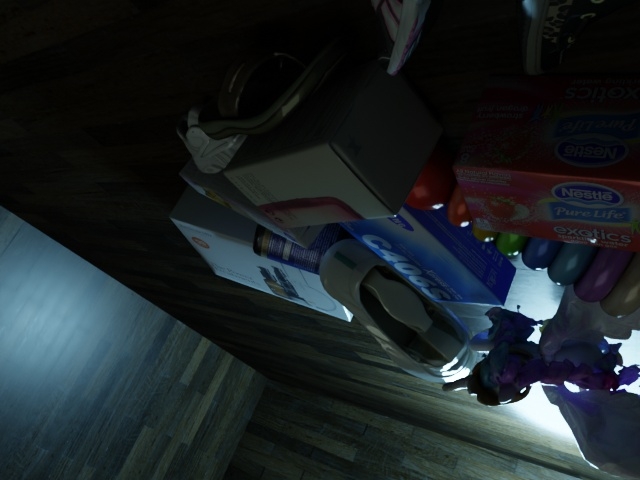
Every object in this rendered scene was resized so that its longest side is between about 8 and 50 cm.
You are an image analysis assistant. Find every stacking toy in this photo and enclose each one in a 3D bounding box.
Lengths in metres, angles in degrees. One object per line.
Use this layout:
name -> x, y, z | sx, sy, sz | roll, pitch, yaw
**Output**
stacking toy -> 0.245, -0.037, 0.739 | 0.330, 0.141, 0.141 | 26, 160, 15

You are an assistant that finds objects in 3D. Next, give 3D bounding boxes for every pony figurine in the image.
pony figurine -> 0.377, 0.189, 0.898 | 0.351, 0.303, 0.363 | -7, 174, 18

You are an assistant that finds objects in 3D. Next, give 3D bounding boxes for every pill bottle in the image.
pill bottle -> 0.000, 0.000, 1.069 | 0.219, 0.123, 0.123 | 18, 158, 4

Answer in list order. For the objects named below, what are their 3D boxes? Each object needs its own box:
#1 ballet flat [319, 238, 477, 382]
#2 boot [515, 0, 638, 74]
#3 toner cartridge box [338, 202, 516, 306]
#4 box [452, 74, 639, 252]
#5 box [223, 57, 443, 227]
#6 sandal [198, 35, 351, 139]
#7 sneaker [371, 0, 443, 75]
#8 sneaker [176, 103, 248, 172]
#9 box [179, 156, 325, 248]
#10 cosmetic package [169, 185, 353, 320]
ballet flat -> 0.160, 0.144, 0.999 | 0.400, 0.139, 0.139 | 41, 154, -27
boot -> 0.231, -0.191, 0.422 | 0.178, 0.085, 0.236 | -4, 172, 19
toner cartridge box -> 0.148, -0.013, 0.949 | 0.348, 0.075, 0.165 | 39, 155, -30
box -> 0.280, -0.076, 0.587 | 0.256, 0.128, 0.123 | 11, 155, 34
box -> 0.010, -0.113, 0.758 | 0.127, 0.149, 0.232 | 45, 153, -28
sandal -> -0.085, -0.194, 0.747 | 0.302, 0.120, 0.086 | -2, 132, 50
sneaker -> 0.072, -0.237, 0.549 | 0.077, 0.072, 0.178 | 34, 153, 13
sneaker -> -0.152, -0.162, 0.925 | 0.232, 0.090, 0.115 | 2, 145, 44
box -> -0.123, -0.078, 1.011 | 0.324, 0.067, 0.063 | 25, 166, 41
cosmetic package -> -0.109, 0.032, 1.320 | 0.377, 0.097, 0.284 | 17, 154, 22
